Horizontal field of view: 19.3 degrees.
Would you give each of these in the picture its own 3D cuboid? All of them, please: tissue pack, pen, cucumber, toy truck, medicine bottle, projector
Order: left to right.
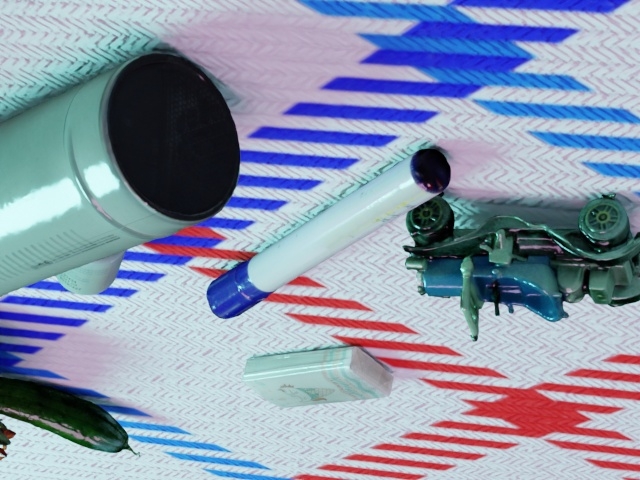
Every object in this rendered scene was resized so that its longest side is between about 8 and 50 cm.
[{"bbox_3d":[-0.195,-0.021,1.206,0.108,0.108,0.337,33,146,-32],"label":"projector"},{"bbox_3d":[-0.228,0.144,1.595,0.168,0.039,0.039,20,151,-5],"label":"cucumber"},{"bbox_3d":[-0.157,0.002,1.295,0.047,0.047,0.083,17,151,-7],"label":"medicine bottle"},{"bbox_3d":[-0.003,0.106,1.444,0.108,0.023,0.056,-10,144,38],"label":"tissue pack"},{"bbox_3d":[0.000,-0.001,1.239,0.033,0.033,0.269,26,150,-22],"label":"pen"},{"bbox_3d":[0.128,0.021,1.178,0.154,0.078,0.080,2,151,20],"label":"toy truck"}]

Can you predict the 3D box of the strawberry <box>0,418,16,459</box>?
[{"bbox_3d":[-0.349,0.122,1.536,0.236,0.106,0.175,-9,156,30],"label":"strawberry"}]
